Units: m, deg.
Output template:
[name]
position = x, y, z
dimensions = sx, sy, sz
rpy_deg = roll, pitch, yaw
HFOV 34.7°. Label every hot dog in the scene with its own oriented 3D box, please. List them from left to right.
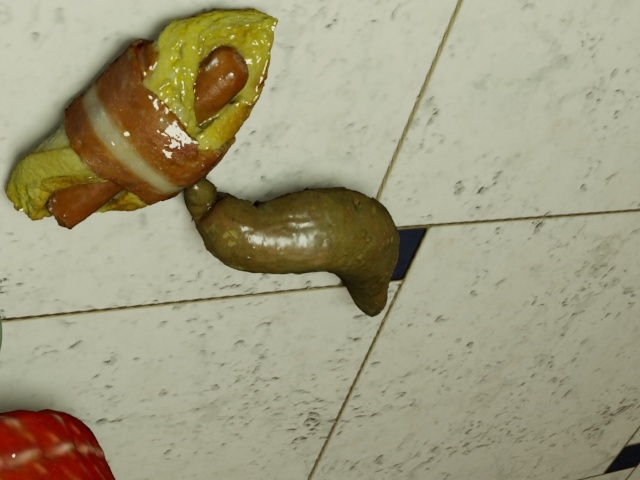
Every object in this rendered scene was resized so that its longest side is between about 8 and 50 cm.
[hot dog]
position = -0.132, -0.085, 0.810
dimensions = 0.261, 0.093, 0.123
rpy_deg = -41, 140, 14

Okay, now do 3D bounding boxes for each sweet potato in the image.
[sweet potato]
position = 0.001, -0.002, 0.986
dimensions = 0.124, 0.098, 0.310
rpy_deg = -27, 149, 31

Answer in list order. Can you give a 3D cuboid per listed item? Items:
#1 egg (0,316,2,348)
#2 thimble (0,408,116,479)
[egg]
position = -0.329, 0.073, 0.842
dimensions = 0.131, 0.131, 0.164
rpy_deg = -26, 161, -5
[thimble]
position = -0.343, 0.319, 0.957
dimensions = 0.350, 0.230, 0.350
rpy_deg = -23, 158, -9
